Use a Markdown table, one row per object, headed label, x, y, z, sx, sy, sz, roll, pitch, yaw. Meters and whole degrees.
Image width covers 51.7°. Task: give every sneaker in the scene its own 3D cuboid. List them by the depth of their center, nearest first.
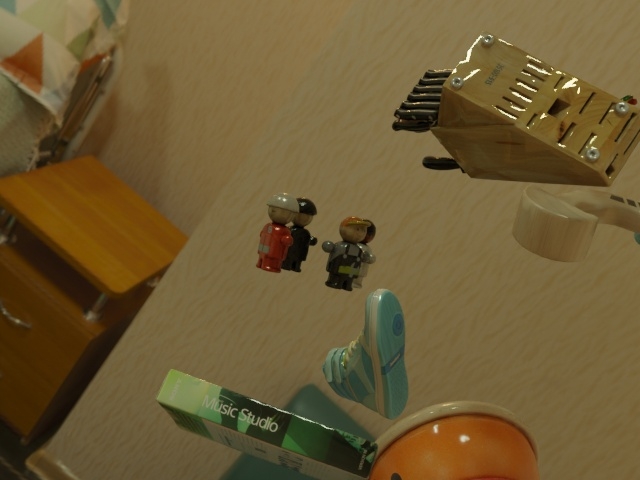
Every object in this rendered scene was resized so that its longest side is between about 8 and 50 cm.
| label | x | y | z | sx | sy | sz | roll | pitch | yaw |
| --- | --- | --- | --- | --- | --- | --- | --- | --- | --- |
| sneaker | 0.087 | 0.253 | 1.537 | 0.208 | 0.319 | 0.127 | 8 | 21 | 36 |

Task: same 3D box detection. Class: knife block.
| label | x | y | z | sx | sy | sz | roll | pitch | yaw |
| --- | --- | --- | --- | --- | --- | --- | --- | --- | --- |
| knife block | 0.219 | -0.125 | 0.809 | 0.275 | 0.088 | 0.242 | 33 | -12 | 17 |

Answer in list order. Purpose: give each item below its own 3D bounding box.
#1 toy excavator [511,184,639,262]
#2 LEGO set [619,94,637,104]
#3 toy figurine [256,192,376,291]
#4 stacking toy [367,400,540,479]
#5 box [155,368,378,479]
| label | x | y | z | sx | sy | sz | roll | pitch | yaw |
| --- | --- | --- | --- | --- | --- | --- | --- | --- | --- |
| toy excavator | 0.590 | -0.032 | 1.119 | 0.445 | 0.222 | 0.433 | 20 | 33 | 23 |
| LEGO set | 0.499 | -0.198 | 1.071 | 0.244 | 0.182 | 0.060 | -47 | 120 | -45 |
| toy figurine | 0.000 | 0.000 | 1.231 | 0.209 | 0.148 | 0.213 | 14 | 1 | 15 |
| stacking toy | 0.270 | 0.536 | 1.080 | 0.350 | 0.351 | 0.480 | 29 | 21 | -22 |
| box | -0.081 | 0.302 | 1.028 | 0.321 | 0.232 | 0.059 | 17 | 65 | 5 |
